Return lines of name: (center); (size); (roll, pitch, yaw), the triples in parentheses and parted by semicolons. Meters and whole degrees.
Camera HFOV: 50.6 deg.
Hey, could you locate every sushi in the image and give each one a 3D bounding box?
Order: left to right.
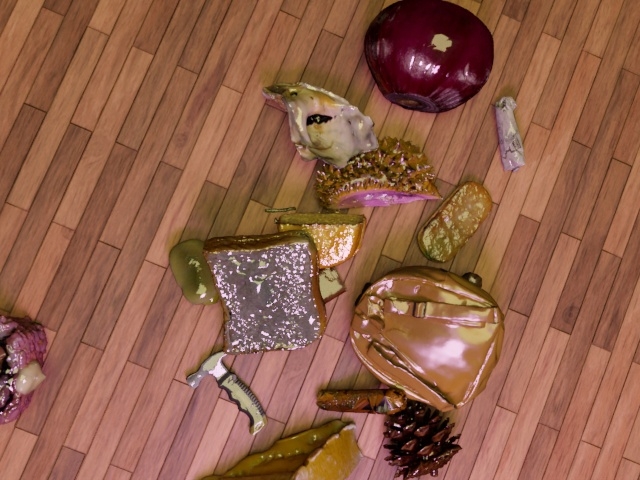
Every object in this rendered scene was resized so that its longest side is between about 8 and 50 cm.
sushi: (-0.769, 0.301, 1.598); (0.236, 0.171, 0.270); (18, 80, -4)

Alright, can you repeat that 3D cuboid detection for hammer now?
hammer: (-0.213, 0.383, 1.712); (0.158, 0.041, 0.226); (-38, 90, -6)

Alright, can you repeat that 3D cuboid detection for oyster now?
oyster: (-0.004, -0.295, 1.733); (0.275, 0.100, 0.271); (-1, 57, -18)

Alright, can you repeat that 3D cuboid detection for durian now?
durian: (0.147, -0.180, 1.752); (0.341, 0.112, 0.191); (-5, 89, -4)

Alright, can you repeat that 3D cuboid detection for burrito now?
burrito: (0.509, -0.286, 1.822); (0.064, 0.064, 0.203); (-6, 87, -6)

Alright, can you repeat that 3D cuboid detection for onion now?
onion: (0.276, -0.475, 1.719); (0.336, 0.260, 0.282); (29, 89, -4)

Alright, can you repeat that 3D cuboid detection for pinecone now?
pinecone: (0.241, 0.493, 1.679); (0.207, 0.208, 0.208); (0, 86, -6)

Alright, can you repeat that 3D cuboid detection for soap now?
soap: (-0.100, 0.589, 1.710); (0.338, 0.304, 0.170); (-17, 94, 33)

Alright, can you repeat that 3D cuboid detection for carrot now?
carrot: (0.101, 0.400, 1.689); (0.228, 0.069, 0.069); (-5, 86, 25)

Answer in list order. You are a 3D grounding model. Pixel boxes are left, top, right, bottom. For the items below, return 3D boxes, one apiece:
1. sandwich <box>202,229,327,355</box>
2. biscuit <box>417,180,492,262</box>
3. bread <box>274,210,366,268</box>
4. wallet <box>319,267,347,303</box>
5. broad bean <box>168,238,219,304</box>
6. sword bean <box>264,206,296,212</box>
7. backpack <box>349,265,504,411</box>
sandwich: (-0.127, 0.130, 1.644); (0.271, 0.099, 0.301); (-6, 111, 6)
biscuit: (0.360, -0.050, 1.806); (0.118, 0.029, 0.247); (43, 83, -8)
bread: (0.000, 0.000, 1.702); (0.228, 0.143, 0.140); (1, 98, 6)
wallet: (-0.026, 0.138, 1.755); (0.176, 0.026, 0.095); (-31, 87, -7)
broad bean: (-0.308, 0.081, 1.703); (0.124, 0.082, 0.175); (-17, 88, -10)
sword bean: (-0.105, -0.080, 1.770); (0.083, 0.012, 0.012); (-5, 86, -7)
backpack: (0.266, 0.221, 1.686); (0.378, 0.201, 0.354); (30, 97, 4)
